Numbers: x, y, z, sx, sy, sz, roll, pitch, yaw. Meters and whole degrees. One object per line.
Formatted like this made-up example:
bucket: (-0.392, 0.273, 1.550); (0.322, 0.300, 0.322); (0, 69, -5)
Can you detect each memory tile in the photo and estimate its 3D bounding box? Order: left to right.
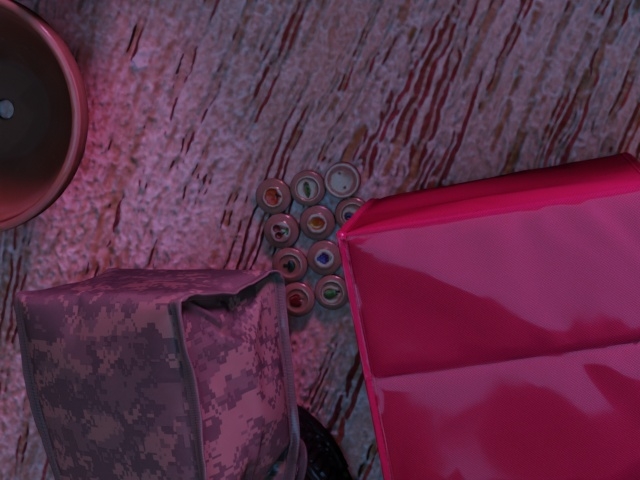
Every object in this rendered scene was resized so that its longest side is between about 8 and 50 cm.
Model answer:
memory tile: (0.000, 0.000, 1.171); (0.113, 0.012, 0.148); (-12, 97, 10)

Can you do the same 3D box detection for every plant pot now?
plant pot: (-0.335, -0.130, 1.151); (0.237, 0.110, 0.237); (2, 100, 9)

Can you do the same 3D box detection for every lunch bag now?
lunch bag: (-0.147, 0.176, 1.113); (0.235, 0.169, 0.286); (-1, 98, 38)

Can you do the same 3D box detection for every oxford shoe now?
oxford shoe: (-0.011, 0.262, 1.183); (0.096, 0.083, 0.227); (-33, 91, 20)

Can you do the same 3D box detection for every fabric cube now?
fabric cube: (0.178, 0.076, 1.033); (0.258, 0.254, 0.259); (-10, 98, 10)
